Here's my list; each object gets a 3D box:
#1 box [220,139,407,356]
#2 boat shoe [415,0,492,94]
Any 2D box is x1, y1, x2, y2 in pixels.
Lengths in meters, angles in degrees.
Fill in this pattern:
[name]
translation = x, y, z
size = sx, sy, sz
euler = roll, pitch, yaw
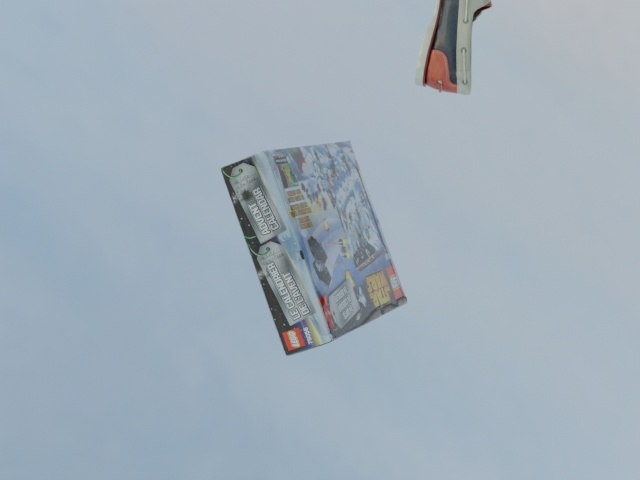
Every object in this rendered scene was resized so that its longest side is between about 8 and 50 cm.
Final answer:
[box]
translation = 0.000, 0.000, 0.790
size = 0.094, 0.027, 0.137
euler = 70, -162, 1
[boat shoe]
translation = 0.108, -0.177, 1.205
size = 0.043, 0.137, 0.049
euler = 13, 174, 13
